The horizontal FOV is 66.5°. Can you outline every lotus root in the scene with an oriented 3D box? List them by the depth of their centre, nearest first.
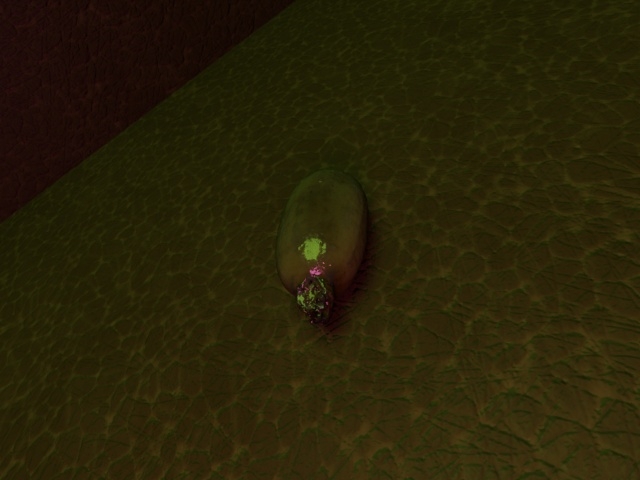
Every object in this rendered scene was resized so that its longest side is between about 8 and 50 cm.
[{"bbox_3d":[0.000,0.000,0.904,0.169,0.151,0.342,-11,42,21],"label":"lotus root"}]
